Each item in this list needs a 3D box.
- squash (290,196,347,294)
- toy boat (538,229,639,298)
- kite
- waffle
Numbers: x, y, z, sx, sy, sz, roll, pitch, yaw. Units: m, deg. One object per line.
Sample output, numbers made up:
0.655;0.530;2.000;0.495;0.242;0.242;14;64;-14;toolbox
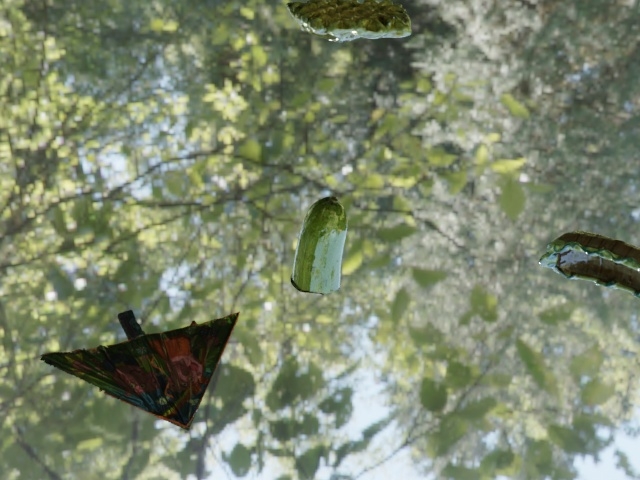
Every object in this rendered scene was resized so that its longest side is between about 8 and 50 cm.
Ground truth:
0.000;0.000;1.762;0.095;0.188;0.095;5;-145;-4;squash
0.491;0.062;1.549;0.292;0.108;0.099;28;-111;35;toy boat
-0.233;0.182;1.436;0.321;0.016;0.234;-11;-132;-31;kite
0.054;-0.391;1.747;0.203;0.054;0.223;-6;-155;-14;waffle
